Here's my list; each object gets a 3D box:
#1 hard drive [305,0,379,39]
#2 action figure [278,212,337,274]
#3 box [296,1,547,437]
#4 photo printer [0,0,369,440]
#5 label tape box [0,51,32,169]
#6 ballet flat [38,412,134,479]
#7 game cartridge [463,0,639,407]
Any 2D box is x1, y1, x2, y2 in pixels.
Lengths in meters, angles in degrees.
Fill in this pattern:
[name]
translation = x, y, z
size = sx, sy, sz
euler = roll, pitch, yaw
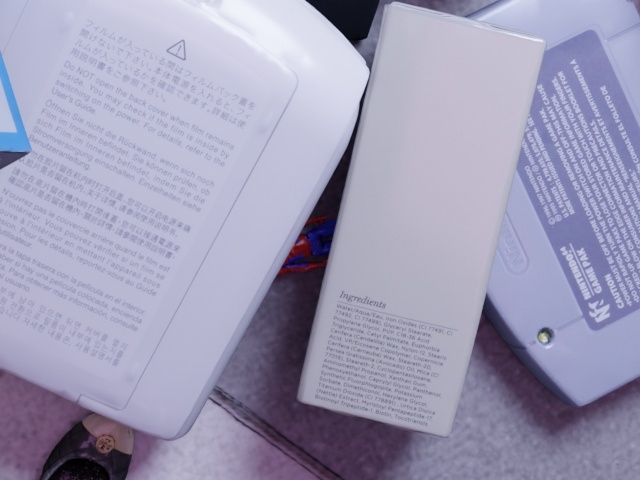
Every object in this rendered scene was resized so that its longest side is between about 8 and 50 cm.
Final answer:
[hard drive]
translation = -0.001, -0.186, 1.049
size = 0.094, 0.135, 0.022
euler = 2, 60, -11
[action figure]
translation = 0.000, 0.000, 1.106
size = 0.115, 0.030, 0.038
euler = -16, 100, -8
[box]
translation = 0.067, -0.016, 1.041
size = 0.113, 0.094, 0.275
euler = 15, 98, 3
[photo printer]
translation = -0.132, -0.051, 0.999
size = 0.256, 0.107, 0.307
euler = 26, 106, -10
[label tape box]
translation = -0.365, -0.106, 0.946
size = 0.348, 0.115, 0.249
euler = -23, 82, 32
[ballet flat]
translation = -0.181, 0.194, 1.067
size = 0.057, 0.049, 0.173
euler = 33, 86, -11
[game cartridge]
translation = 0.182, -0.038, 1.126
size = 0.196, 0.060, 0.294
euler = -26, 96, -12
